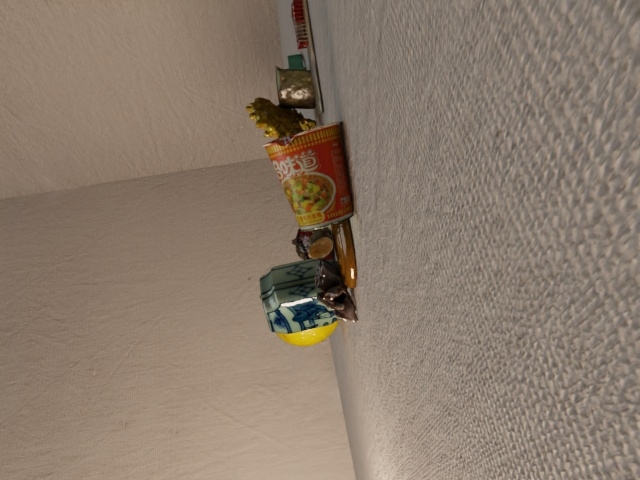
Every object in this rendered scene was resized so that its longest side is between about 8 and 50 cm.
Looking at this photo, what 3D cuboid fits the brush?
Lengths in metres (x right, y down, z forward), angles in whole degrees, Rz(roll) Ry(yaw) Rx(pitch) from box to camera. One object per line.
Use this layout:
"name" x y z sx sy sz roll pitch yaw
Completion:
"brush" -0.037 -0.518 1.460 0.060 0.050 0.321 -146 46 -80

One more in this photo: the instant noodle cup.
"instant noodle cup" -0.014 -0.139 1.166 0.193 0.193 0.212 -121 14 -81

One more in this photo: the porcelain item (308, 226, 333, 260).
"porcelain item" 0.000 0.000 1.500 0.054 0.084 0.213 52 -173 -10

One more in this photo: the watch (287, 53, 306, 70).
"watch" -0.083 -0.588 1.910 0.237 0.068 0.195 -97 1 -77

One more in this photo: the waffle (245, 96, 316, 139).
"waffle" -0.111 -0.376 1.649 0.069 0.259 0.293 -60 26 24

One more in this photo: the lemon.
"lemon" -0.074 0.263 2.109 0.336 0.336 0.336 171 90 -87

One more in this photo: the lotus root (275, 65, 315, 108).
"lotus root" -0.078 -0.478 1.615 0.235 0.119 0.138 -117 22 -74

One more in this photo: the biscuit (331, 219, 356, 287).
"biscuit" 0.057 0.001 1.402 0.262 0.037 0.262 171 90 -87

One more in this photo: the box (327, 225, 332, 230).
"box" 0.012 -0.133 1.781 0.115 0.035 0.177 84 175 -49

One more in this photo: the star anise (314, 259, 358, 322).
"star anise" 0.037 0.146 1.478 0.209 0.089 0.231 64 -162 18

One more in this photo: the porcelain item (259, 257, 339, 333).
"porcelain item" -0.057 0.197 1.756 0.281 0.285 0.157 89 168 -59

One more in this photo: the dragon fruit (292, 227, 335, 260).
"dragon fruit" -0.033 0.017 1.988 0.218 0.148 0.224 -120 20 -78
